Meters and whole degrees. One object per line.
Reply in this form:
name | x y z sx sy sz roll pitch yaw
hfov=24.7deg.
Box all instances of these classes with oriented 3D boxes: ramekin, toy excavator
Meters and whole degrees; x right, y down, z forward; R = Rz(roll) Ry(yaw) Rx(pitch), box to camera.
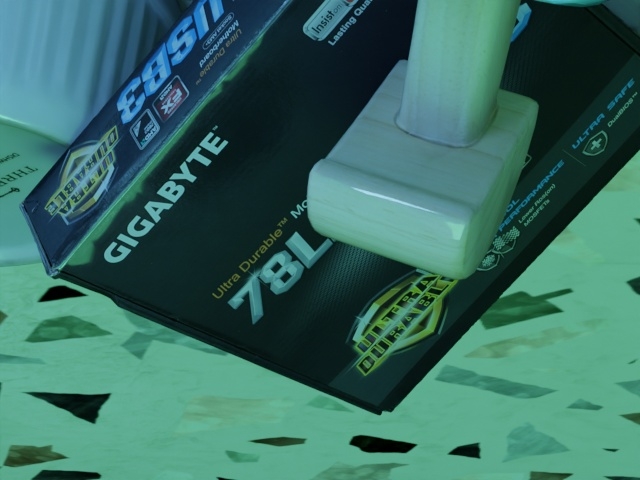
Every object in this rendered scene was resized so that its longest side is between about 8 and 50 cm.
ramekin | -0.217 -0.083 0.877 0.273 0.127 0.273 0 155 0
toy excavator | 0.055 -0.170 0.516 0.222 0.433 0.445 19 -166 15

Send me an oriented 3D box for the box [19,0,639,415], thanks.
box | 0.032 -0.053 0.846 0.295 0.073 0.293 -47 138 14
